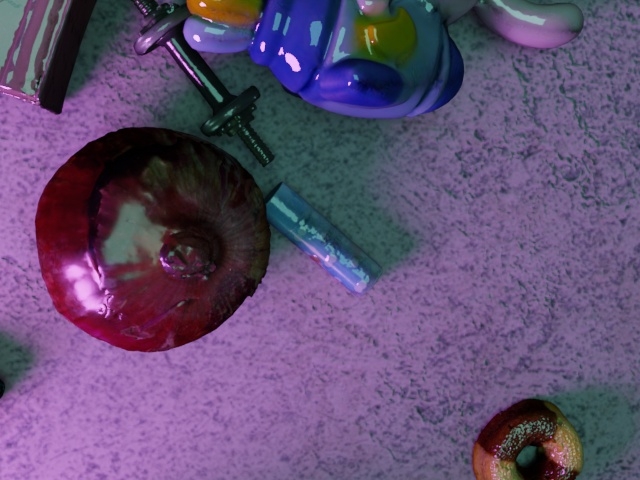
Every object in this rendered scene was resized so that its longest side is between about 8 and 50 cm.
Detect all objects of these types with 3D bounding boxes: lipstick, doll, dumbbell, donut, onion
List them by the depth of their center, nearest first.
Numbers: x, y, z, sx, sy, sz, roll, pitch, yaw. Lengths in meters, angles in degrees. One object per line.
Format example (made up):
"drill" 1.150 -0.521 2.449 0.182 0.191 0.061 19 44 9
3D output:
"onion" -0.171 -0.002 0.958 0.246 0.190 0.246 -3 98 -26
"doll" 0.056 -0.260 0.979 0.376 0.187 0.365 42 79 6
"dumbbell" -0.134 -0.185 0.995 0.081 0.081 0.254 -38 100 -2
"lipstick" 0.000 0.000 1.054 0.158 0.048 0.048 41 90 -11
"donut" 0.261 0.267 1.120 0.140 0.059 0.140 0 94 -7

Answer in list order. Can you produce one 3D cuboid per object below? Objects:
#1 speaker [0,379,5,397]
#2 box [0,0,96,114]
"speaker" -0.405 0.178 1.009 0.075 0.060 0.094 38 90 -9
"box" -0.300 -0.296 0.885 0.190 0.225 0.297 21 92 -11
